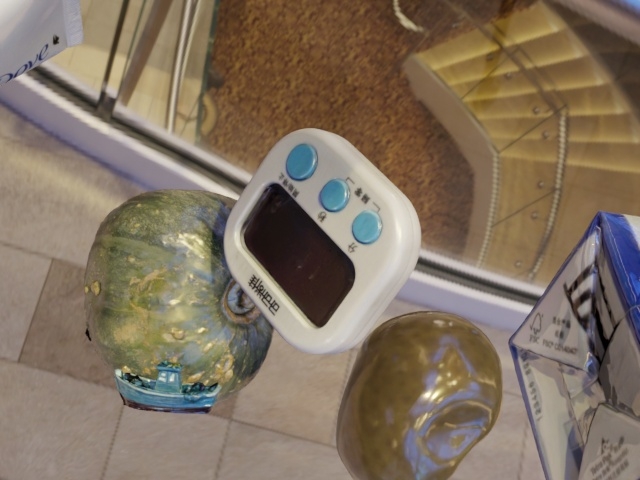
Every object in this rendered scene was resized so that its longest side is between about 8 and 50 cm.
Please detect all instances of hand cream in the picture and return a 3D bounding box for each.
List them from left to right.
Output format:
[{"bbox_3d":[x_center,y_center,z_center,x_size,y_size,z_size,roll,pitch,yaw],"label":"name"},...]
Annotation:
[{"bbox_3d":[-0.283,-0.129,0.714,0.248,0.133,0.083,-31,81,-18],"label":"hand cream"}]

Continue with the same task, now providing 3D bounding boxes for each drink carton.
[{"bbox_3d":[0.262,0.080,0.458,0.314,0.107,0.131,7,47,-14],"label":"drink carton"}]

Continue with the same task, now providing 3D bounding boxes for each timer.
[{"bbox_3d":[0.000,0.000,1.238,0.087,0.237,0.262,8,33,-51],"label":"timer"}]

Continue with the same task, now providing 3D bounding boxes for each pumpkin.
[{"bbox_3d":[-0.212,0.089,1.462,0.291,0.257,0.328,18,80,-51],"label":"pumpkin"}]

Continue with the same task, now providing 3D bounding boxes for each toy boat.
[{"bbox_3d":[-0.194,0.183,1.232,0.137,0.060,0.061,4,94,7],"label":"toy boat"}]

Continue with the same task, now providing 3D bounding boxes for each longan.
[{"bbox_3d":[0.167,0.284,1.702,0.288,0.288,0.350,33,76,-7],"label":"longan"}]
